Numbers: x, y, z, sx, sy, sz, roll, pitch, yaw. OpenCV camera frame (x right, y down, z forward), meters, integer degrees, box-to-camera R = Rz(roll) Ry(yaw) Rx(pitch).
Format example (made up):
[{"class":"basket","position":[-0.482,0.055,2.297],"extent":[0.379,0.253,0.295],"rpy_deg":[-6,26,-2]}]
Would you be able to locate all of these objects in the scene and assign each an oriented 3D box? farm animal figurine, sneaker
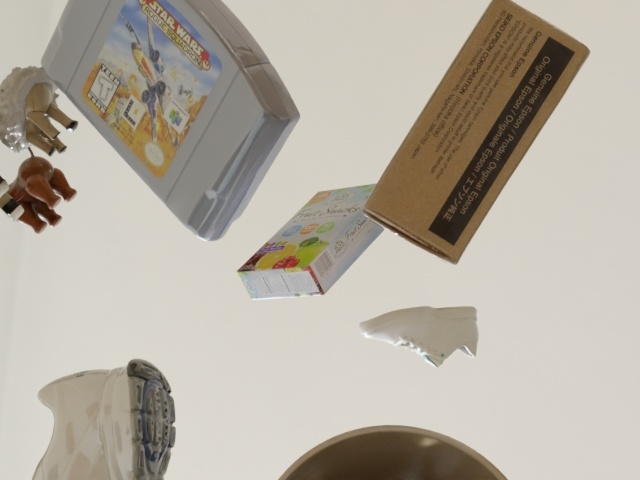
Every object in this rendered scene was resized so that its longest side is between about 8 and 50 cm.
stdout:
[{"class":"farm animal figurine","position":[-0.449,-0.043,1.646],"extent":[0.330,0.172,0.327],"rpy_deg":[-43,-10,-29]},{"class":"sneaker","position":[-0.207,0.263,1.369],"extent":[0.111,0.129,0.297],"rpy_deg":[26,-118,-68]},{"class":"sneaker","position":[0.161,0.153,2.245],"extent":[0.212,0.094,0.080],"rpy_deg":[-1,-12,-28]}]

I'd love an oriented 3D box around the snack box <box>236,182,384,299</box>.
[{"class":"snack box","position":[0.000,0.000,1.363],"extent":[0.141,0.100,0.037],"rpy_deg":[-45,-63,-37]}]

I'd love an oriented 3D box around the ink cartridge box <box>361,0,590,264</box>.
[{"class":"ink cartridge box","position":[0.120,-0.080,1.165],"extent":[0.193,0.088,0.235],"rpy_deg":[-59,-2,2]}]

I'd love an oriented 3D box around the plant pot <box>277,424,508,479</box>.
[{"class":"plant pot","position":[0.054,0.323,1.346],"extent":[0.256,0.256,0.274],"rpy_deg":[-41,-10,-15]}]

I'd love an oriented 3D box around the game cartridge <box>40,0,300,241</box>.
[{"class":"game cartridge","position":[-0.158,-0.167,1.468],"extent":[0.062,0.297,0.198],"rpy_deg":[-20,-31,-47]}]
